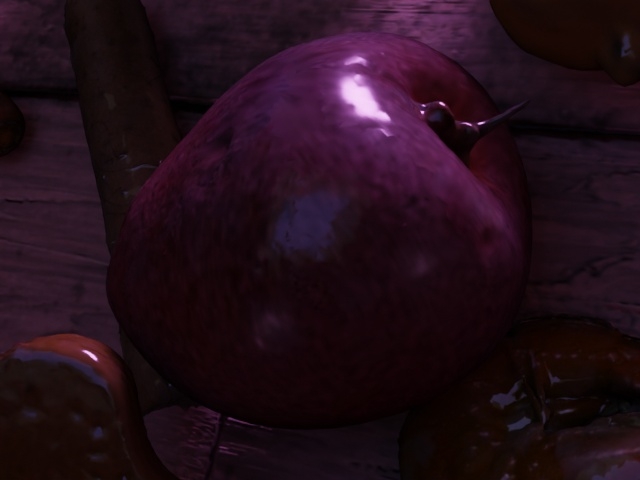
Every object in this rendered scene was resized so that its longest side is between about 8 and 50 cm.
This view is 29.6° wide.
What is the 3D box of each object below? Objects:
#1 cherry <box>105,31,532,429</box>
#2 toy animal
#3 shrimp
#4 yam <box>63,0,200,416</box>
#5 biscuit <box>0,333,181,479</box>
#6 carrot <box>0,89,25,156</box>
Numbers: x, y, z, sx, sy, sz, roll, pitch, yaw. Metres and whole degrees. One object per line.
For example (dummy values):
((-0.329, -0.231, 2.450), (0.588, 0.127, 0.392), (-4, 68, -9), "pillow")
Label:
((0.000, 0.000, 0.747), (0.307, 0.221, 0.261), (-25, 25, 23), "cherry")
((0.164, -0.222, 0.781), (0.195, 0.169, 0.281), (-55, 50, 54), "toy animal")
((0.177, 0.112, 0.718), (0.294, 0.062, 0.154), (-7, 64, 27), "shrimp")
((-0.134, -0.040, 0.924), (0.083, 0.083, 0.371), (-24, 62, 19), "yam")
((-0.102, 0.290, 0.724), (0.394, 0.076, 0.368), (31, 97, 9), "biscuit")
((-0.391, -0.154, 1.108), (0.342, 0.070, 0.070), (25, 85, 33), "carrot")
